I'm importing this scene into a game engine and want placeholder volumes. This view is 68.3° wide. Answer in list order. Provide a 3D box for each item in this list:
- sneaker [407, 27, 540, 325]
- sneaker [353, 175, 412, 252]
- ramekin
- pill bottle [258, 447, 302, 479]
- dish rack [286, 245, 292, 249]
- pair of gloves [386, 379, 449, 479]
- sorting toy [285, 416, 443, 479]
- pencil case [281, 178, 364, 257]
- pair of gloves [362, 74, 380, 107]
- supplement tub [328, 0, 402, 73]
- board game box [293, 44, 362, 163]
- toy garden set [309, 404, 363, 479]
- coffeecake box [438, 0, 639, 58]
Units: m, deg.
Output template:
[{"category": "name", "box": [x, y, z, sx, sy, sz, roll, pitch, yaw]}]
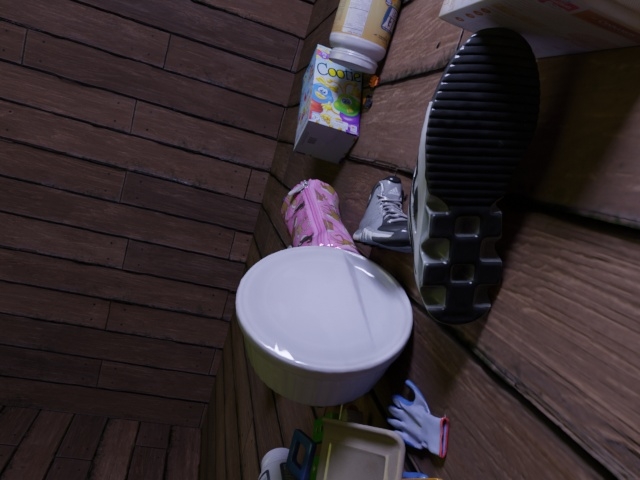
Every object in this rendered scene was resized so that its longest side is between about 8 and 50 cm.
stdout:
[{"category": "sneaker", "box": [0.160, -0.078, 0.574, 0.146, 0.123, 0.330, -103, 20, -71]}, {"category": "sneaker", "box": [0.119, -0.052, 0.816, 0.229, 0.086, 0.132, -173, 98, -76]}, {"category": "ramekin", "box": [0.002, 0.138, 0.758, 0.272, 0.273, 0.127, -97, 12, -52]}, {"category": "pill bottle", "box": [-0.073, 0.518, 0.965, 0.180, 0.108, 0.107, -127, 53, -71]}, {"category": "dish rack", "box": [-0.103, 0.214, 1.398, 0.285, 0.072, 0.332, 121, 157, -45]}, {"category": "pair of gloves", "box": [0.118, 0.294, 0.638, 0.159, 0.023, 0.198, 157, 125, -71]}, {"category": "sorting toy", "box": [0.054, 0.354, 0.644, 0.348, 0.047, 0.195, -20, 58, 55]}, {"category": "pencil case", "box": [0.000, 0.000, 1.049, 0.160, 0.167, 0.386, -52, 24, 18]}, {"category": "pair of gloves", "box": [0.127, -0.378, 1.200, 0.074, 0.010, 0.083, -116, 41, -67]}, {"category": "supplement tub", "box": [0.105, -0.524, 1.145, 0.144, 0.145, 0.199, -122, 48, -69]}, {"category": "board game box", "box": [0.024, -0.378, 1.315, 0.144, 0.142, 0.275, 130, 149, -59]}, {"category": "toy garden set", "box": [0.037, 0.362, 0.826, 0.204, 0.049, 0.244, 124, 155, -57]}, {"category": "coffeecake box", "box": [0.228, -0.244, 0.470, 0.185, 0.143, 0.068, -125, 51, -70]}]
